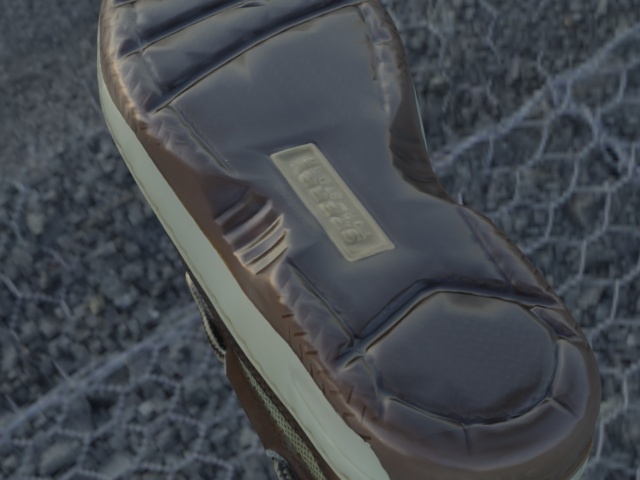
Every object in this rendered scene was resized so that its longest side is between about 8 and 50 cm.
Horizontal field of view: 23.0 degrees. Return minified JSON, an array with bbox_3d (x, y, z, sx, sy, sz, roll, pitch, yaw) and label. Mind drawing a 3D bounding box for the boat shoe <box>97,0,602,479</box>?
[{"bbox_3d":[-0.008,0.002,0.468,0.095,0.095,0.257,-11,44,-14],"label":"boat shoe"}]
